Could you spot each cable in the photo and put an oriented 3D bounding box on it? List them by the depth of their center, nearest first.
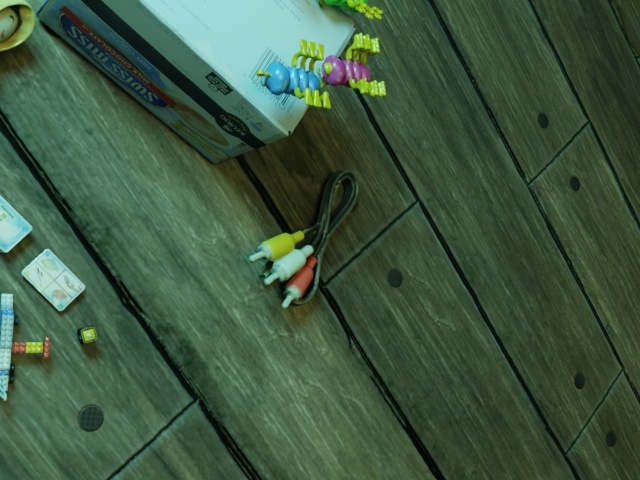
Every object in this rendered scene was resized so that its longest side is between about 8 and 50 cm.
[{"bbox_3d":[0.000,0.000,1.256,0.287,0.072,0.139,-44,114,-31],"label":"cable"}]

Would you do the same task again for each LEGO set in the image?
[{"bbox_3d":[-0.405,0.079,0.976,0.182,0.060,0.244,-49,111,-25],"label":"LEGO set"}]

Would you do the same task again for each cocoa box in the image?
[{"bbox_3d":[-0.174,-0.316,1.080,0.347,0.228,0.231,40,62,-25],"label":"cocoa box"}]

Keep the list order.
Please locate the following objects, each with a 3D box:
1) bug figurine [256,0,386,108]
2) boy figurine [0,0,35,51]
[{"bbox_3d":[-0.006,-0.293,1.011,0.216,0.072,0.279,6,75,-41],"label":"bug figurine"},{"bbox_3d":[-0.450,-0.208,0.929,0.092,0.177,0.285,15,51,5],"label":"boy figurine"}]
